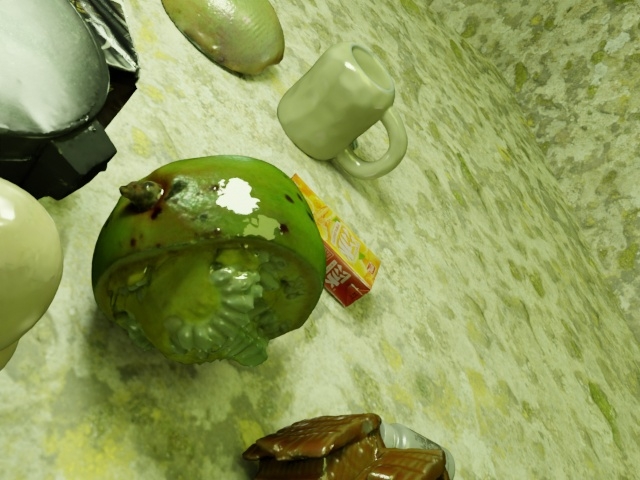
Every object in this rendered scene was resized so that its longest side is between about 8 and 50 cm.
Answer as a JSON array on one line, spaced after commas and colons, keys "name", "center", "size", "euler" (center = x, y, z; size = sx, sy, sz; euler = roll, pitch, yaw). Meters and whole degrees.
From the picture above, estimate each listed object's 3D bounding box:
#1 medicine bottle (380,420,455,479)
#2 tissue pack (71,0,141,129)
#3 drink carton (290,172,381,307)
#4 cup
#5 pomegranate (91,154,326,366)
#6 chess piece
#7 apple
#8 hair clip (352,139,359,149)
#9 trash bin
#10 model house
[{"name": "medicine bottle", "center": [0.121, 0.312, 0.894], "size": [0.140, 0.079, 0.079], "euler": [34, 36, -25]}, {"name": "tissue pack", "center": [-0.409, -0.229, 0.654], "size": [0.370, 0.210, 0.198], "euler": [9, 55, -46]}, {"name": "drink carton", "center": [0.000, 0.000, 1.064], "size": [0.223, 0.071, 0.096], "euler": [45, 31, -10]}, {"name": "cup", "center": [0.053, -0.251, 1.257], "size": [0.173, 0.202, 0.255], "euler": [-3, 61, -53]}, {"name": "pomegranate", "center": [-0.113, 0.036, 0.740], "size": [0.340, 0.261, 0.260], "euler": [56, 13, -60]}, {"name": "chess piece", "center": [-0.288, 0.063, 0.426], "size": [0.167, 0.300, 0.167], "euler": [32, 36, -26]}, {"name": "apple", "center": [-0.186, -0.445, 1.241], "size": [0.265, 0.120, 0.193], "euler": [41, 44, -11]}, {"name": "hair clip", "center": [0.052, -0.260, 1.436], "size": [0.115, 0.039, 0.030], "euler": [59, 40, -9]}, {"name": "trash bin", "center": [-0.339, -0.079, 0.505], "size": [0.252, 0.302, 0.203], "euler": [47, 31, -13]}, {"name": "model house", "center": [0.036, 0.294, 0.711], "size": [0.219, 0.200, 0.229], "euler": [47, 34, -31]}]
